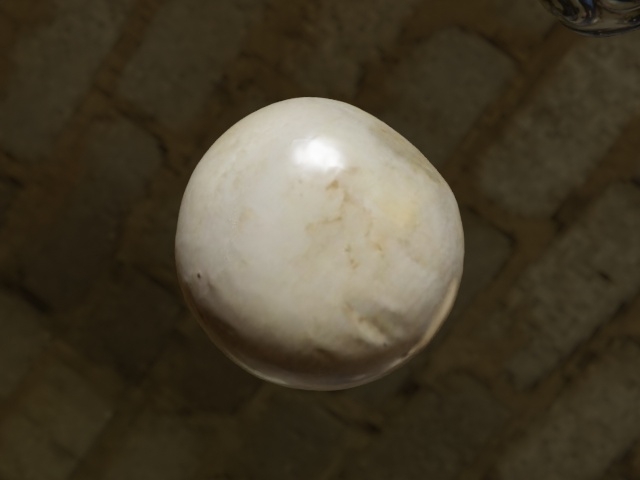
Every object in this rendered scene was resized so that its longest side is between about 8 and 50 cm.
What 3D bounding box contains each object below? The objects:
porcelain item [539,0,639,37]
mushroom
[{"bbox_3d":[0.271,-0.320,1.709,0.138,0.186,0.288,-39,-49,-60],"label":"porcelain item"},{"bbox_3d":[-0.012,0.000,1.371,0.206,0.206,0.209,-55,28,-10],"label":"mushroom"}]
